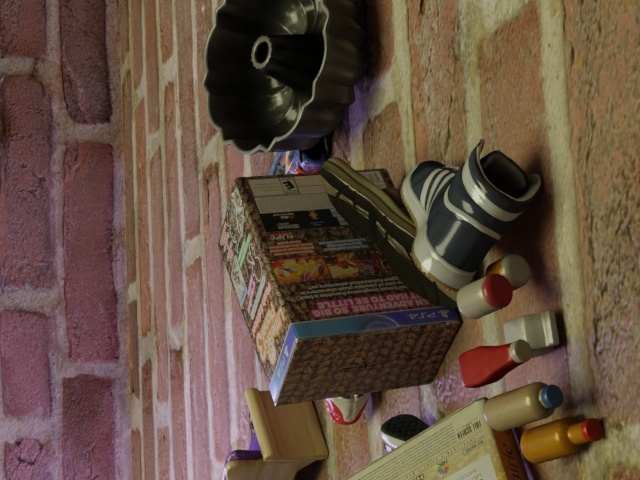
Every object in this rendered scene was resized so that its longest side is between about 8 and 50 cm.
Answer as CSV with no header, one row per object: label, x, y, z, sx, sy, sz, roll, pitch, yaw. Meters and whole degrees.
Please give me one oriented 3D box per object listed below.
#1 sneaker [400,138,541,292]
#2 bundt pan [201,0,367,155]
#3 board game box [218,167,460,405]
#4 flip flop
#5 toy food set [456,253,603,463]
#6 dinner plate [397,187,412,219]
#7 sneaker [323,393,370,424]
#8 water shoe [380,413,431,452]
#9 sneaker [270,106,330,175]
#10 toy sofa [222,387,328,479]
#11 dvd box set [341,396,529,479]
sneaker,0.178,-0.063,1.481,0.153,0.099,0.282,-56,14,23
bundt pan,-0.047,-0.291,1.977,0.331,0.124,0.331,-10,77,50
board game box,0.017,0.055,1.685,0.141,0.232,0.291,109,149,-45
flip flop,0.107,-0.022,1.610,0.277,0.080,0.112,44,153,31
toy food set,0.223,0.117,1.334,0.104,0.111,0.232,-32,58,53
dinner plate,0.110,-0.006,1.787,0.141,0.017,0.141,-178,90,-70
sneaker,0.009,0.170,1.947,0.118,0.107,0.279,97,164,-46
water shoe,0.147,0.294,1.625,0.080,0.073,0.203,69,168,-21
sneaker,-0.030,-0.136,2.090,0.087,0.083,0.221,-124,38,-53
toy sofa,-0.124,0.429,2.196,0.150,0.177,0.362,-109,27,-43
dvd box set,0.138,0.430,1.407,0.307,0.062,0.420,-37,46,26
